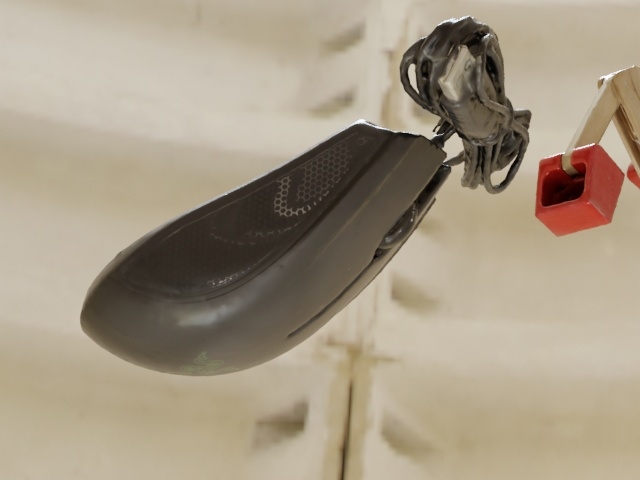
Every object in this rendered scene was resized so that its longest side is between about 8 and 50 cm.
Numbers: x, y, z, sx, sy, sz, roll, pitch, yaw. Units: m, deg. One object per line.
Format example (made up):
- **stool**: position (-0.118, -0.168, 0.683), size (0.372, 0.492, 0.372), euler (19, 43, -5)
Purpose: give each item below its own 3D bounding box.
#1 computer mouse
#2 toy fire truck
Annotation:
- **computer mouse**: position (0.000, 0.000, 1.067), size (0.272, 0.188, 0.072), euler (-31, -111, 3)
- **toy fire truck**: position (0.215, -0.068, 1.306), size (0.047, 0.135, 0.192), euler (-17, -134, 46)
